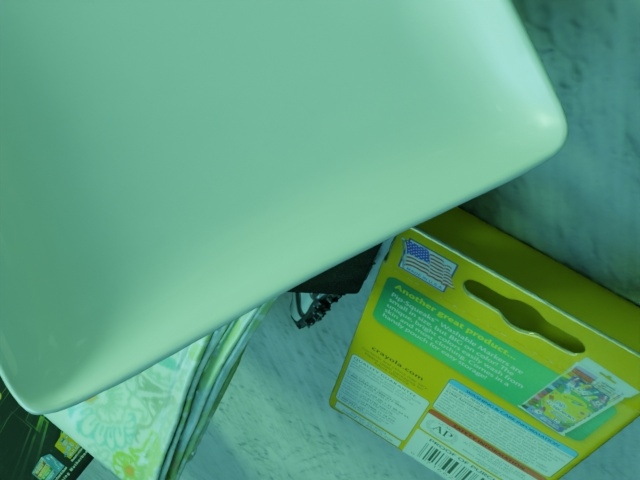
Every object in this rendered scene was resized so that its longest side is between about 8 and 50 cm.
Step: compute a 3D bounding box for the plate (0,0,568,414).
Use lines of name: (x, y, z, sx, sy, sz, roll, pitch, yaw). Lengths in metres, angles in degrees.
plate: (-0.063, -0.107, 0.356, 0.277, 0.277, 0.045, 63, 170, -2)

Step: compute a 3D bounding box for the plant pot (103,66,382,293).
plant pot: (-0.020, -0.073, 0.494, 0.166, 0.188, 0.188, 21, 146, 2)

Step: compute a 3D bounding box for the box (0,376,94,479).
box: (-0.458, 0.228, 1.084, 0.318, 0.395, 0.097, 44, 149, -8)

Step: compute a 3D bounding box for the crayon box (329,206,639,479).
crayon box: (0.133, 0.097, 0.636, 0.203, 0.083, 0.323, 31, 148, 11)

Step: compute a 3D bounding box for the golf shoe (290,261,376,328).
golf shoe: (0.000, 0.000, 0.664, 0.094, 0.077, 0.198, 42, 142, 13)

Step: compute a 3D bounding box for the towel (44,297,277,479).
towel: (-0.222, 0.022, 0.697, 0.374, 0.090, 0.321, 36, 122, 14)
